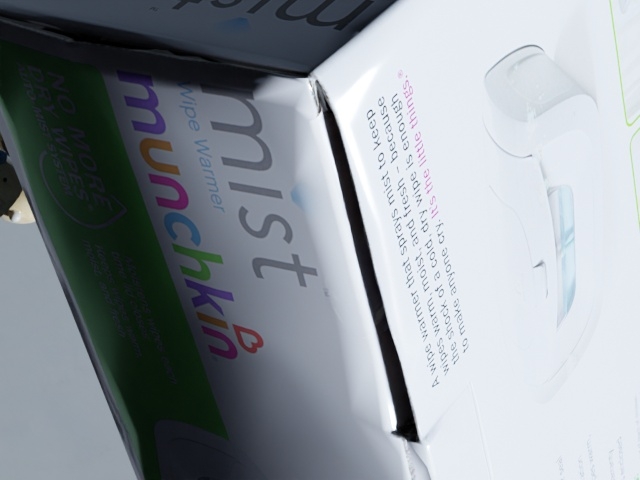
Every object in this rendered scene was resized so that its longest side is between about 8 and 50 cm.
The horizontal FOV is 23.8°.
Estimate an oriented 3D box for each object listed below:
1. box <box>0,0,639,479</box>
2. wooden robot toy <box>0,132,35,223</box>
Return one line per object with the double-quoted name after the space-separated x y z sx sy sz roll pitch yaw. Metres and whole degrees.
0.046 -0.007 0.478 0.231 0.127 0.262 -45 136 -34 "box"
-0.132 -0.033 0.636 0.076 0.173 0.079 -30 127 28 "wooden robot toy"
